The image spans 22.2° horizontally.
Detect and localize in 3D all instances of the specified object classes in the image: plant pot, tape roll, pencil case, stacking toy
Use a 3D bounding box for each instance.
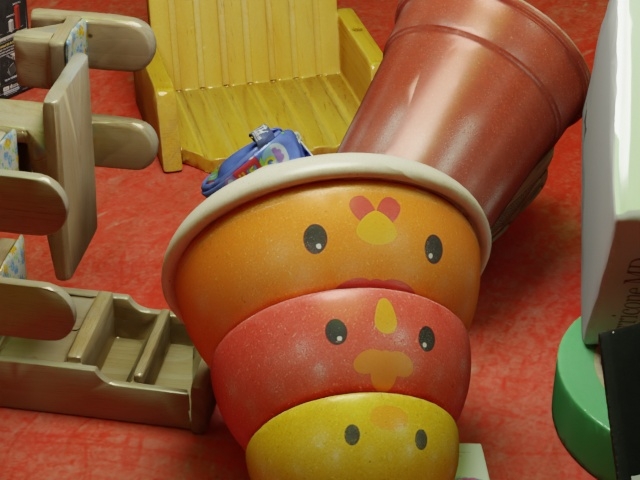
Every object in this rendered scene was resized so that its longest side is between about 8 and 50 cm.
[{"bbox_3d":[0.153,-0.128,1.989,0.272,0.272,0.265,19,62,25],"label":"plant pot"},{"bbox_3d":[0.424,0.176,1.848,0.321,0.077,0.321,1,34,-1],"label":"tape roll"},{"bbox_3d":[0.000,0.000,1.912,0.133,0.306,0.119,-43,9,-9],"label":"pencil case"},{"bbox_3d":[0.036,0.185,1.615,0.350,0.350,0.480,-4,56,-9],"label":"stacking toy"}]

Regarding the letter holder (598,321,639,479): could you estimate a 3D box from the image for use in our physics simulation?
[{"bbox_3d":[0.398,0.246,1.615,0.152,0.214,0.302,-17,56,24],"label":"letter holder"}]

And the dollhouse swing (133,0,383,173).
[{"bbox_3d":[-0.089,-0.315,2.383,0.347,0.305,0.315,-7,33,-14],"label":"dollhouse swing"}]

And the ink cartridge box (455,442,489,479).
[{"bbox_3d":[0.146,0.278,1.666,0.052,0.088,0.122,-2,33,-5],"label":"ink cartridge box"}]

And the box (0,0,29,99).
[{"bbox_3d":[-0.565,-0.288,2.380,0.076,0.242,0.307,27,41,33],"label":"box"}]

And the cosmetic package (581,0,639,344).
[{"bbox_3d":[0.496,-0.081,1.780,0.393,0.329,0.327,3,64,4],"label":"cosmetic package"}]

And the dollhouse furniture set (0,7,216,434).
[{"bbox_3d":[-0.236,-0.002,1.806,0.256,0.394,0.362,6,33,7],"label":"dollhouse furniture set"}]

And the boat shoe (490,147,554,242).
[{"bbox_3d":[0.185,-0.024,2.123,0.341,0.110,0.121,-37,54,-23],"label":"boat shoe"}]
